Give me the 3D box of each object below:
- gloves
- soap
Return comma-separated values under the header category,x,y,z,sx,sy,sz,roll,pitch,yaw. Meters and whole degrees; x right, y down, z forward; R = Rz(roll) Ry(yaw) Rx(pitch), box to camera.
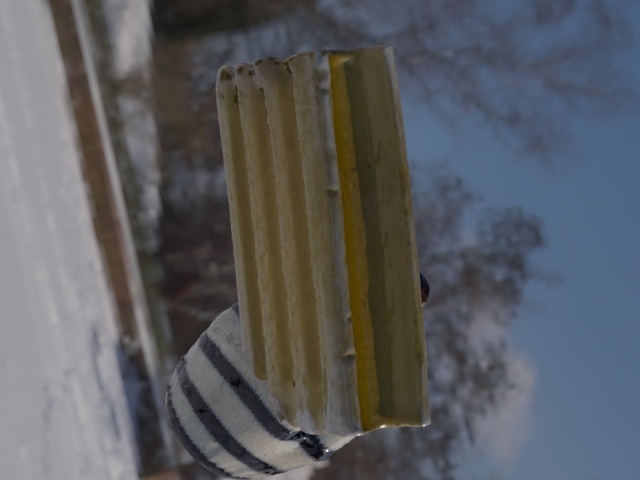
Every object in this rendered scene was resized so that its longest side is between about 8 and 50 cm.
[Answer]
category,x,y,z,sx,sy,sz,roll,pitch,yaw
gloves,-0.012,0.090,1.493,0.131,0.218,0.140,20,37,-43
soap,0.000,0.000,1.182,0.140,0.073,0.232,180,-96,-65
